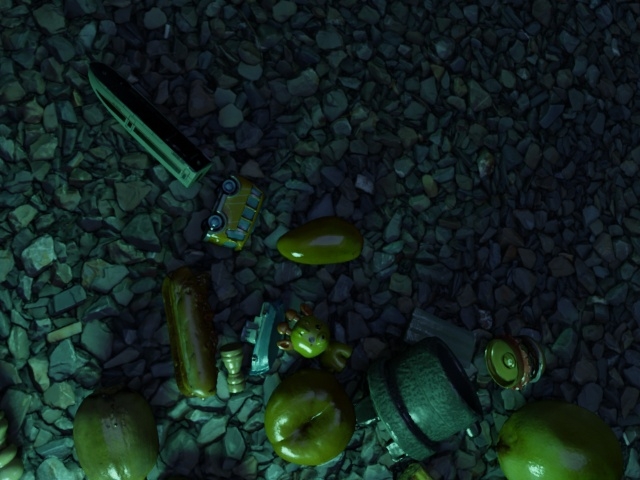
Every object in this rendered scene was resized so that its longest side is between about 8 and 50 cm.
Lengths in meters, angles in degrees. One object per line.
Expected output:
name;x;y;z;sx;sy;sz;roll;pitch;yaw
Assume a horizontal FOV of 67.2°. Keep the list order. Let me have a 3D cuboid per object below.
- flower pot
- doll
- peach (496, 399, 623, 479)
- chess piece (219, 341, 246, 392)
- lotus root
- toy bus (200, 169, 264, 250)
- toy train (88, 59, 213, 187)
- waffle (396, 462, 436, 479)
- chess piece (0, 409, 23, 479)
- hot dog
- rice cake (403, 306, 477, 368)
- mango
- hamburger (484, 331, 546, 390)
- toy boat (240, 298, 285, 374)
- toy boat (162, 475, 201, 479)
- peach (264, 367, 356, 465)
flower pot;0.264;0.438;1.308;0.282;0.299;0.299;-35;92;15
doll;-0.017;0.274;1.333;0.220;0.135;0.143;35;67;-10
peach;0.685;0.618;1.385;0.315;0.281;0.314;36;81;1
chess piece;-0.231;0.343;1.298;0.066;0.066;0.122;-11;100;-15
lotus root;-0.482;0.507;1.167;0.182;0.183;0.310;-17;88;-16
toy bus;-0.240;-0.074;1.329;0.136;0.126;0.210;24;77;-19
toy train;-0.479;-0.317;1.318;0.407;0.088;0.086;45;40;-4
waffle;0.237;0.786;1.363;0.274;0.057;0.168;-42;94;-15
chess piece;-0.764;0.498;1.138;0.094;0.094;0.171;-27;93;-16
hot dog;-0.326;0.238;1.253;0.117;0.158;0.349;-7;80;-33
rice cake;0.367;0.301;1.469;0.236;0.043;0.127;23;79;-9
mango;0.000;0.000;1.385;0.253;0.113;0.139;-4;87;-7
hamburger;0.599;0.363;1.460;0.136;0.175;0.176;-4;83;-21
toy boat;-0.165;0.264;1.332;0.102;0.088;0.215;6;80;22
toy boat;-0.317;0.669;1.236;0.225;0.068;0.088;18;87;-12
peach;-0.030;0.473;1.291;0.250;0.153;0.252;1;81;-9
